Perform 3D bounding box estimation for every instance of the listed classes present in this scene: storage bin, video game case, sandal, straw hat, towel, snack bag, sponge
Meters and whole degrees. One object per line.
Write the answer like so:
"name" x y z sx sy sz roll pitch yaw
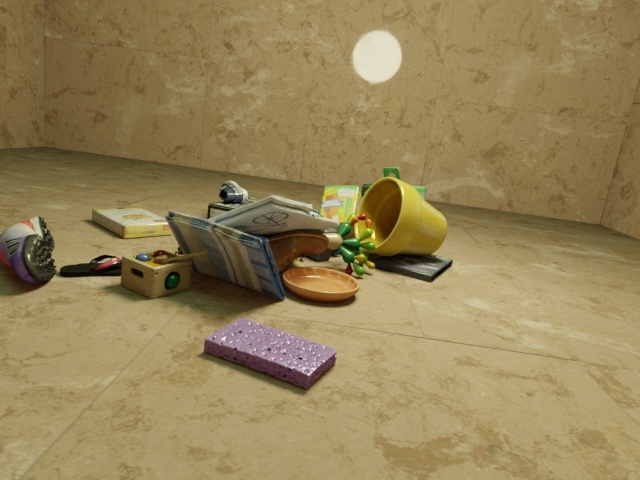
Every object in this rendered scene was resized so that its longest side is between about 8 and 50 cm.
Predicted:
"storage bin" 0.000 0.000 1.538 0.098 0.135 0.091 -4 29 -42
"video game case" 0.313 0.074 1.609 0.196 0.026 0.274 14 16 26
"sandal" -0.526 0.058 1.160 0.179 0.040 0.067 -2 16 -35
"straw hat" -0.105 0.044 1.419 0.144 0.061 0.144 8 14 -2
"towel" -0.225 0.039 1.137 0.285 0.209 0.034 15 50 25
"snack bag" -0.150 -0.035 1.286 0.323 0.037 0.342 -18 -15 30
"sponge" -0.087 0.196 0.859 0.210 0.031 0.117 14 15 22

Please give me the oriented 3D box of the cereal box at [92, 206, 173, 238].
"cereal box" -0.620 -0.063 1.596 0.240 0.047 0.173 19 17 39

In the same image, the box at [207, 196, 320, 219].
"box" -0.179 -0.084 1.836 0.395 0.097 0.318 12 16 19

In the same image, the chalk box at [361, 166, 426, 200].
"chalk box" 0.272 -0.130 1.823 0.179 0.289 0.180 0 8 -31

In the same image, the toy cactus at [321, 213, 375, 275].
"toy cactus" 0.076 0.008 1.451 0.180 0.219 0.112 7 -24 -16

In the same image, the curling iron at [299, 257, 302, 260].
"curling iron" -0.144 0.018 1.552 0.274 0.035 0.068 12 -30 44

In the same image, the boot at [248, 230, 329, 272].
"boot" -0.108 0.046 1.301 0.305 0.112 0.115 -6 60 -26

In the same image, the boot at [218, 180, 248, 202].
"boot" -0.358 -0.190 1.848 0.086 0.069 0.190 -1 15 -37

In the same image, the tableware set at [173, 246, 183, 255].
"tableware set" -0.354 0.018 1.338 0.154 0.104 0.024 -30 76 -39

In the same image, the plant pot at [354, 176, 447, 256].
"plant pot" 0.279 -0.055 1.609 0.239 0.254 0.254 19 7 -29

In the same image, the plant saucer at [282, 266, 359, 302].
"plant saucer" 0.000 0.114 1.237 0.200 0.037 0.200 8 13 -2

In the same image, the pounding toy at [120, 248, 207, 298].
"pounding toy" -0.358 0.063 1.108 0.141 0.100 0.130 16 16 30

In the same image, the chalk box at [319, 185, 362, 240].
"chalk box" 0.083 -0.117 1.764 0.132 0.213 0.132 -1 -31 18

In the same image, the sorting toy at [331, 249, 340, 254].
"sorting toy" 0.045 0.020 1.611 0.042 0.061 0.102 -18 -29 10

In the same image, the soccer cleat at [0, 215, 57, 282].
"soccer cleat" -0.683 0.031 1.103 0.116 0.108 0.318 -22 28 -20
